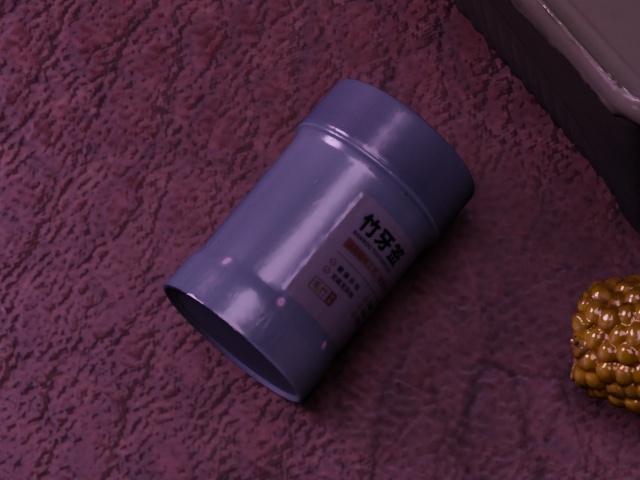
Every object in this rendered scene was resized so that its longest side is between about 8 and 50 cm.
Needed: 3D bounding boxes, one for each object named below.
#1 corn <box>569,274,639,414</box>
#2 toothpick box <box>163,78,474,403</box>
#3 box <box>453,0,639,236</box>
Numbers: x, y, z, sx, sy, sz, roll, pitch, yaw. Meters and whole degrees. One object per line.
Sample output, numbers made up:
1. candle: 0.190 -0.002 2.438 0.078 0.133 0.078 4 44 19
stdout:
1. corn: 0.257 0.071 0.909 0.260 0.091 0.091 10 59 15
2. toothpick box: 0.000 0.000 0.979 0.101 0.101 0.153 35 77 22
3. box: 0.148 -0.139 0.974 0.138 0.178 0.274 -32 64 -6
